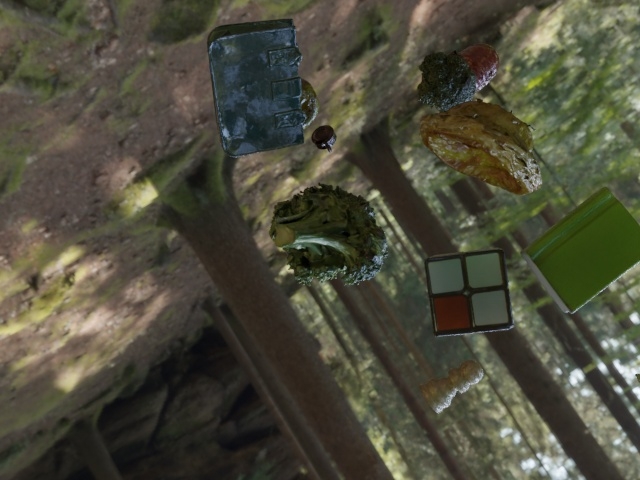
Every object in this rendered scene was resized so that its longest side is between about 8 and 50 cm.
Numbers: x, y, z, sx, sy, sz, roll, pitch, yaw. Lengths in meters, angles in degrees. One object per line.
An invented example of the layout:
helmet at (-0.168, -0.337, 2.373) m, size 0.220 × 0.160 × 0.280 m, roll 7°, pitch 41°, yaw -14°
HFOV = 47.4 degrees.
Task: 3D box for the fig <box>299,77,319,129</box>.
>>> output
fig at (-0.074, -0.391, 2.116) m, size 0.144 × 0.166 × 0.154 m, roll 9°, pitch 169°, yaw -41°

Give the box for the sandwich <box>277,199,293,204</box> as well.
sandwich at (-0.092, -0.113, 2.463) m, size 0.135 × 0.029 × 0.067 m, roll -1°, pitch 159°, yaw -37°

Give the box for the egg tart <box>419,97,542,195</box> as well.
egg tart at (0.338, -0.202, 1.491) m, size 0.116 × 0.294 × 0.295 m, roll -62°, pitch 171°, yaw -4°

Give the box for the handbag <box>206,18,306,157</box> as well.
handbag at (-0.160, -0.387, 1.862) m, size 0.238 × 0.089 × 0.327 m, roll -10°, pitch 122°, yaw -11°

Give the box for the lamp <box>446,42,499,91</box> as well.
lamp at (0.431, -0.500, 2.122) m, size 0.182 × 0.140 × 0.182 m, roll -37°, pitch -172°, yaw 6°

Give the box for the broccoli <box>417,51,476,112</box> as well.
broccoli at (0.296, -0.372, 1.728) m, size 0.138 × 0.162 × 0.146 m, roll 9°, pitch -113°, yaw 54°

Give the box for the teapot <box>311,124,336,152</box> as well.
teapot at (0.013, -0.279, 2.013) m, size 0.067 × 0.100 × 0.045 m, roll -27°, pitch 145°, yaw 11°

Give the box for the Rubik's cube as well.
Rubik's cube at (0.340, 0.114, 1.661) m, size 0.180 × 0.184 × 0.167 m, roll -6°, pitch 178°, yaw 13°

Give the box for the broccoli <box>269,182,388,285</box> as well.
broccoli at (0.007, 0.012, 1.969) m, size 0.302 × 0.375 × 0.249 m, roll -29°, pitch 139°, yaw -33°

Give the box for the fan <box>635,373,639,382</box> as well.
fan at (0.882, 0.376, 1.788) m, size 0.131 × 0.240 × 0.009 m, roll -85°, pitch -165°, yaw -46°

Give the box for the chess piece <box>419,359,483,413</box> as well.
chess piece at (0.362, 0.385, 1.985) m, size 0.170 × 0.094 × 0.094 m, roll -38°, pitch 169°, yaw 8°

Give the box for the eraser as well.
eraser at (0.680, 0.027, 1.871) m, size 0.274 × 0.210 × 0.092 m, roll -38°, pitch 174°, yaw 8°
